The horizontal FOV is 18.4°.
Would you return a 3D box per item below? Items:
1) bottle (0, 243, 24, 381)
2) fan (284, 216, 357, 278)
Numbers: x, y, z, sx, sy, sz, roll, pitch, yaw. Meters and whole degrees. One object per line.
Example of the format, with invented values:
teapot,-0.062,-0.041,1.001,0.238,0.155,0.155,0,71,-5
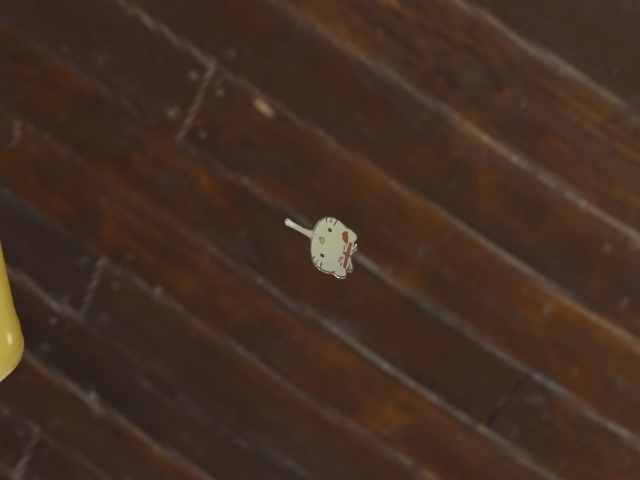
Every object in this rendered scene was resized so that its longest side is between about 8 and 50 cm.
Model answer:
bottle,-0.435,-0.011,2.143,0.171,0.171,0.351,9,124,26
fan,0.000,0.000,1.844,0.083,0.056,0.004,27,153,-25
